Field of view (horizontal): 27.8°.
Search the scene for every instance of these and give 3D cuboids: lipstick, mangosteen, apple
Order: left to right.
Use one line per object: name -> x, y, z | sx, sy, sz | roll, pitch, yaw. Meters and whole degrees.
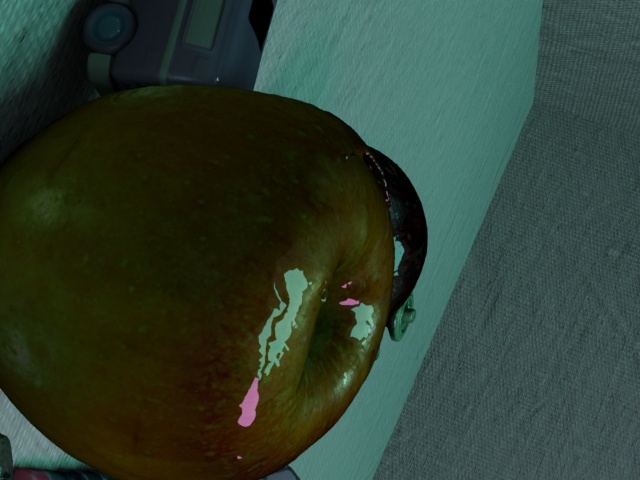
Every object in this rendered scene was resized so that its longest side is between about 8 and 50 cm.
lipstick -> -0.278, 0.276, 1.452 | 0.234, 0.053, 0.053 | 49, 62, -70
apple -> -0.124, 0.033, 1.160 | 0.384, 0.374, 0.374 | -40, 146, -53
mangosteen -> 0.000, 0.000, 1.725 | 0.288, 0.288, 0.288 | 19, 90, -75

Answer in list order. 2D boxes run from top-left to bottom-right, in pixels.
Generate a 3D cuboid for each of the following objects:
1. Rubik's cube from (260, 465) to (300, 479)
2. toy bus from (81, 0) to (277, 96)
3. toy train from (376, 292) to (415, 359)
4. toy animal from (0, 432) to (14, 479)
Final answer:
Rubik's cube -> -0.143, 0.384, 1.641 | 0.264, 0.319, 0.319 | -37, 153, -17
toy bus -> -0.123, -0.208, 1.206 | 0.142, 0.142, 0.203 | 64, 37, -68
toy train -> 0.053, 0.063, 2.143 | 0.442, 0.179, 0.272 | -31, 130, -67
toy animal -> -0.333, 0.300, 1.229 | 0.079, 0.070, 0.253 | -18, 120, -72
